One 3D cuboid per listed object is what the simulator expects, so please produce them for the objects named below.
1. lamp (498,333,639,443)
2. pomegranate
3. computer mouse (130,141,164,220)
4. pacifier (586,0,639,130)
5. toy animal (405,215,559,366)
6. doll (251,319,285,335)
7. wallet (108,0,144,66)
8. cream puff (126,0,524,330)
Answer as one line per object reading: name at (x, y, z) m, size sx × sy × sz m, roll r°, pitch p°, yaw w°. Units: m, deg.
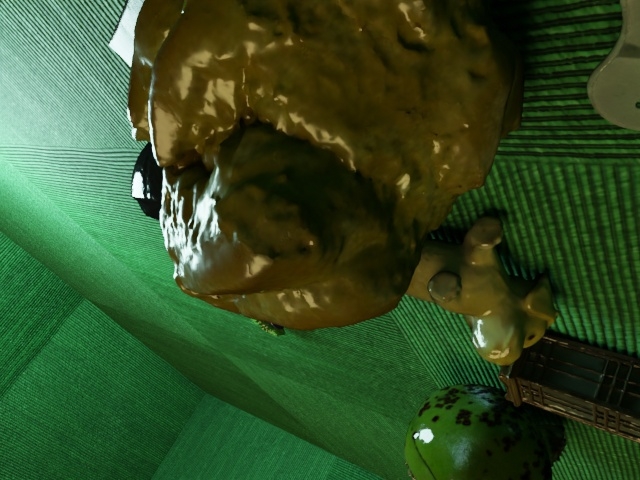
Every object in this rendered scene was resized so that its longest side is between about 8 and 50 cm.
lamp at (0.384, 0.192, 0.649) m, size 0.325 × 0.089 × 0.090 m, roll 12°, pitch 149°, yaw 36°
pomegranate at (0.275, 0.357, 0.924) m, size 0.270 × 0.254 × 0.254 m, roll -10°, pitch 143°, yaw 8°
computer mouse at (-0.177, -0.096, 0.708) m, size 0.086 × 0.138 × 0.269 m, roll 37°, pitch 158°, yaw -32°
pacifier at (0.217, -0.094, 0.292) m, size 0.126 × 0.117 × 0.150 m, roll 2°, pitch 147°, yaw 2°
toy animal at (0.148, 0.047, 0.634) m, size 0.233 × 0.121 × 0.169 m, roll 23°, pitch 165°, yaw 26°
doll at (-0.141, 0.166, 1.257) m, size 0.115 × 0.050 × 0.190 m, roll 1°, pitch 143°, yaw 43°
wallet at (-0.180, -0.224, 0.612) m, size 0.095 × 0.026 × 0.176 m, roll 46°, pitch 152°, yaw -15°
cream puff at (-0.033, -0.084, 0.419) m, size 0.274 × 0.270 × 0.323 m, roll 45°, pitch 151°, yaw -15°
